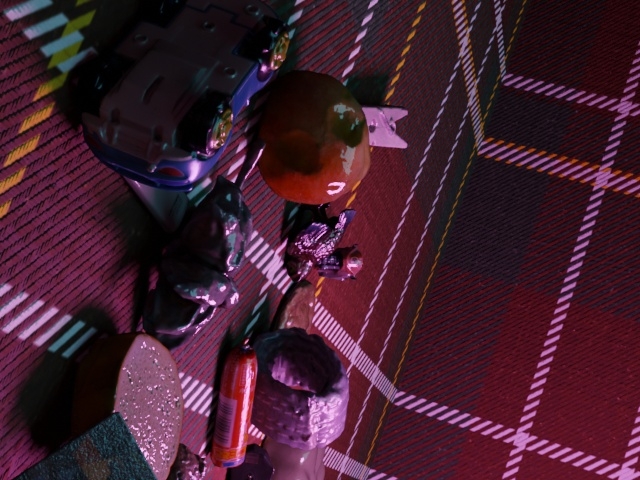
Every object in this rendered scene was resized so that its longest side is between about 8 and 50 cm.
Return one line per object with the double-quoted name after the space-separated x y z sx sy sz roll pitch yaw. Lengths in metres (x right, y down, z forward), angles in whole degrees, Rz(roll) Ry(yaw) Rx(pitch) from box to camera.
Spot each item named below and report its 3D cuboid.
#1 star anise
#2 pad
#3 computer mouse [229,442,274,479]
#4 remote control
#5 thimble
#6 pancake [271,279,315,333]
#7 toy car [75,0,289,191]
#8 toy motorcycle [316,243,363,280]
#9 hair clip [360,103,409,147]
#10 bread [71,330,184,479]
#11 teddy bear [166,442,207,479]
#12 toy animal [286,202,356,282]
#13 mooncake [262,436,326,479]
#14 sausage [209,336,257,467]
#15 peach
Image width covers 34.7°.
-0.164 0.023 1.572 0.359 0.139 0.316 -62 -170 10 "star anise"
-0.326 0.337 1.356 0.211 0.003 0.143 -33 114 -22 "pad"
-0.150 0.514 2.212 0.057 0.099 0.172 -64 163 -78 "computer mouse"
-0.245 -0.091 1.452 0.261 0.029 0.067 65 44 -63 "remote control"
-0.051 0.298 2.084 0.205 0.236 0.172 -16 134 -21 "thimble"
-0.061 0.204 2.289 0.236 0.042 0.222 -53 156 -48 "pancake"
-0.167 -0.199 1.316 0.166 0.198 0.314 98 16 -52 "toy car"
0.053 0.051 2.374 0.212 0.118 0.084 18 74 -74 "toy motorcycle"
0.117 -0.263 2.344 0.331 0.085 0.101 -11 115 -64 "hair clip"
-0.276 0.247 1.484 0.236 0.070 0.236 -2 90 -70 "bread"
-0.268 0.426 1.702 0.140 0.177 0.190 -7 -123 58 "teddy bear"
-0.004 0.007 2.155 0.218 0.116 0.179 -12 117 -78 "toy animal"
-0.074 0.568 2.448 0.275 0.135 0.275 12 90 -74 "mooncake"
-0.167 0.312 2.006 0.074 0.074 0.274 -39 141 -62 "sausage"
-0.014 -0.189 1.831 0.214 0.214 0.236 -43 128 -60 "peach"
